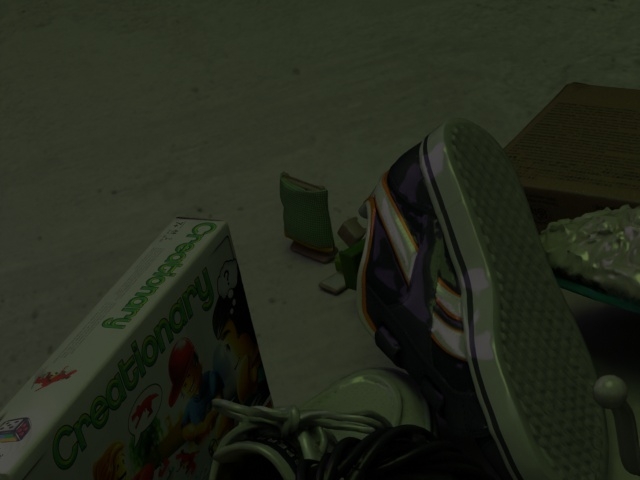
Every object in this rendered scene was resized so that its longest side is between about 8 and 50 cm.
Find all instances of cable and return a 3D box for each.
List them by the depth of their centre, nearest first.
[{"bbox_3d":[0.050,0.193,1.113,0.184,0.150,0.047,-20,-3,-35],"label":"cable"}]

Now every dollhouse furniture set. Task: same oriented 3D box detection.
[{"bbox_3d":[0.000,0.000,1.536,0.058,0.076,0.151,-32,36,-32],"label":"dollhouse furniture set"}]

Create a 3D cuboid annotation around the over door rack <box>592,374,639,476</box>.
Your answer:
[{"bbox_3d":[0.233,0.166,0.985,0.239,0.108,0.324,14,24,38],"label":"over door rack"}]

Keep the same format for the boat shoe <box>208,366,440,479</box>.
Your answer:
[{"bbox_3d":[-0.026,0.166,1.179,0.136,0.156,0.367,6,34,28],"label":"boat shoe"}]

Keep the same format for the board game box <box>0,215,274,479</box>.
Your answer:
[{"bbox_3d":[-0.132,0.143,1.224,0.053,0.193,0.305,3,34,26],"label":"board game box"}]

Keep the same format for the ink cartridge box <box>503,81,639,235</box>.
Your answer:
[{"bbox_3d":[0.279,-0.049,1.502,0.234,0.088,0.193,10,35,35],"label":"ink cartridge box"}]

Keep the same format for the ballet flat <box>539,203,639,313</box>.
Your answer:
[{"bbox_3d":[0.340,0.033,1.278,0.409,0.147,0.147,23,45,39],"label":"ballet flat"}]

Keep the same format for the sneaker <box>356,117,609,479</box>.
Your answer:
[{"bbox_3d":[0.114,0.071,1.303,0.127,0.126,0.321,-37,50,32],"label":"sneaker"}]
